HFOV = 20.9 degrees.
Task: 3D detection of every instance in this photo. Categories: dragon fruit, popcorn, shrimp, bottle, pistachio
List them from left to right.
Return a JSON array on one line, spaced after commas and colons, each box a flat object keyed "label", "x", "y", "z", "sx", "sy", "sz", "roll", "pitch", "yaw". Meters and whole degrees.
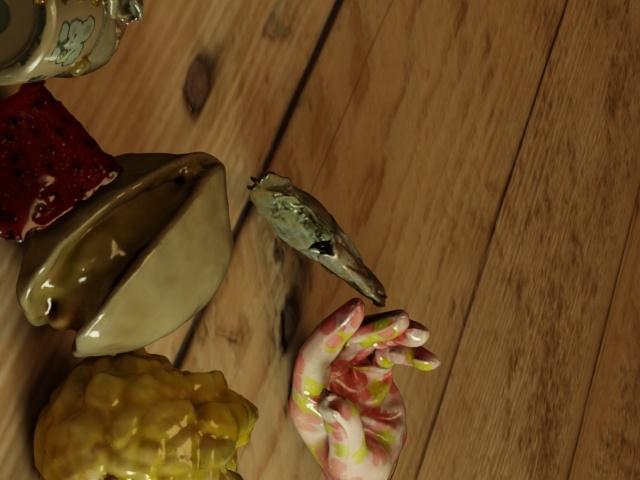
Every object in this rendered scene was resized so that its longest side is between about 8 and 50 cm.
[{"label": "dragon fruit", "x": -0.201, "y": -0.049, "z": 1.103, "sx": 0.131, "sy": 0.097, "sz": 0.063, "roll": -38, "pitch": 126, "yaw": -35}, {"label": "bottle", "x": -0.174, "y": -0.149, "z": 1.120, "sx": 0.152, "sy": 0.099, "sz": 0.099, "roll": -18, "pitch": 108, "yaw": -68}, {"label": "pistachio", "x": -0.131, "y": 0.007, "z": 1.176, "sx": 0.152, "sy": 0.126, "sz": 0.223, "roll": -52, "pitch": 177, "yaw": 28}, {"label": "popcorn", "x": -0.122, "y": 0.158, "z": 1.213, "sx": 0.170, "sy": 0.180, "sz": 0.180, "roll": 51, "pitch": 26, "yaw": 4}, {"label": "shrimp", "x": 0.000, "y": 0.000, "z": 1.537, "sx": 0.047, "sy": 0.126, "sz": 0.223, "roll": -46, "pitch": 148, "yaw": 2}]

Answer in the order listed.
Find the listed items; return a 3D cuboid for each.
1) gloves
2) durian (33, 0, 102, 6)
[{"label": "gloves", "x": 0.029, "y": 0.137, "z": 1.604, "sx": 0.145, "sy": 0.126, "sz": 0.241, "roll": -36, "pitch": 134, "yaw": -28}, {"label": "durian", "x": -0.117, "y": -0.250, "z": 0.950, "sx": 0.293, "sy": 0.258, "sz": 0.258, "roll": -26, "pitch": 116, "yaw": -55}]
